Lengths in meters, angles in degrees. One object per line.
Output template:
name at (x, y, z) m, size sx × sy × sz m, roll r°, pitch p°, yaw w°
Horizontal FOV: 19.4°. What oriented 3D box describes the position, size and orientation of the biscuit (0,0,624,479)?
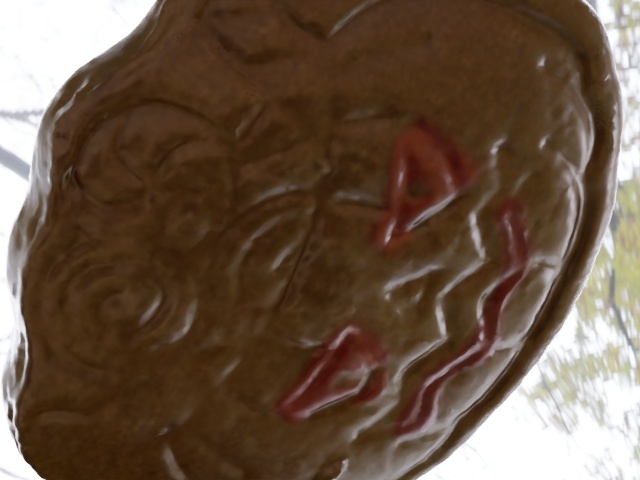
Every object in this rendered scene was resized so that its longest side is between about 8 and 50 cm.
biscuit at (0.001, 0.001, 0.780) m, size 0.049 × 0.257 × 0.273 m, roll 53°, pitch -52°, yaw 55°
